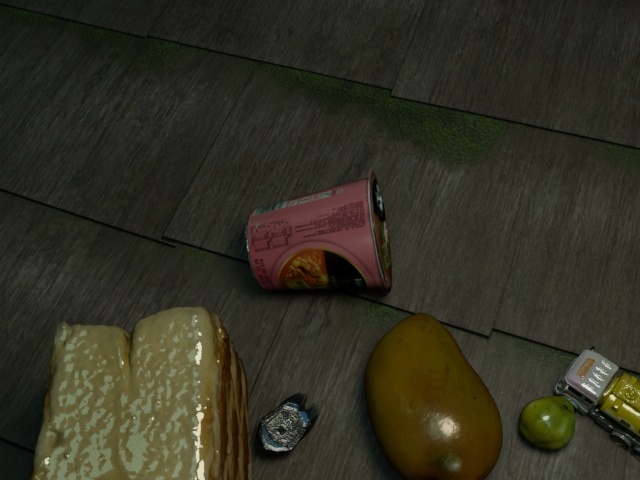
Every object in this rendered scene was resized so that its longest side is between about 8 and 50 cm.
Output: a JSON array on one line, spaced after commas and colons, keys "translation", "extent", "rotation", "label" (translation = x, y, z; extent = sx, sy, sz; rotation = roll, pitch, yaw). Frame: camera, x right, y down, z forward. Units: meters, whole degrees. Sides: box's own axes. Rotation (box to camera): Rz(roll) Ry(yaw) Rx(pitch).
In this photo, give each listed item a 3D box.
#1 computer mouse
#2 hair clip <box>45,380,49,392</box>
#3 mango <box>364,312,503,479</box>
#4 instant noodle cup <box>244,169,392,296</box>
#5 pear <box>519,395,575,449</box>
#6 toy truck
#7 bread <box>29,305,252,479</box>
[{"translation": [-0.061, 0.333, 1.305], "extent": [0.079, 0.047, 0.135], "rotation": [41, 61, 13], "label": "computer mouse"}, {"translation": [-0.451, 0.386, 1.309], "extent": [0.106, 0.084, 0.292], "rotation": [-15, 65, -7], "label": "hair clip"}, {"translation": [0.184, 0.273, 1.241], "extent": [0.211, 0.173, 0.317], "rotation": [-15, 53, -2], "label": "mango"}, {"translation": [0.000, 0.000, 1.402], "extent": [0.254, 0.244, 0.244], "rotation": [-10, 60, 11], "label": "instant noodle cup"}, {"translation": [0.388, 0.306, 1.240], "extent": [0.092, 0.092, 0.097], "rotation": [36, 89, 23], "label": "pear"}, {"translation": [0.517, 0.278, 1.226], "extent": [0.227, 0.114, 0.098], "rotation": [35, 70, 23], "label": "toy truck"}, {"translation": [-0.259, 0.340, 1.142], "extent": [0.279, 0.371, 0.390], "rotation": [-1, 64, 2], "label": "bread"}]
